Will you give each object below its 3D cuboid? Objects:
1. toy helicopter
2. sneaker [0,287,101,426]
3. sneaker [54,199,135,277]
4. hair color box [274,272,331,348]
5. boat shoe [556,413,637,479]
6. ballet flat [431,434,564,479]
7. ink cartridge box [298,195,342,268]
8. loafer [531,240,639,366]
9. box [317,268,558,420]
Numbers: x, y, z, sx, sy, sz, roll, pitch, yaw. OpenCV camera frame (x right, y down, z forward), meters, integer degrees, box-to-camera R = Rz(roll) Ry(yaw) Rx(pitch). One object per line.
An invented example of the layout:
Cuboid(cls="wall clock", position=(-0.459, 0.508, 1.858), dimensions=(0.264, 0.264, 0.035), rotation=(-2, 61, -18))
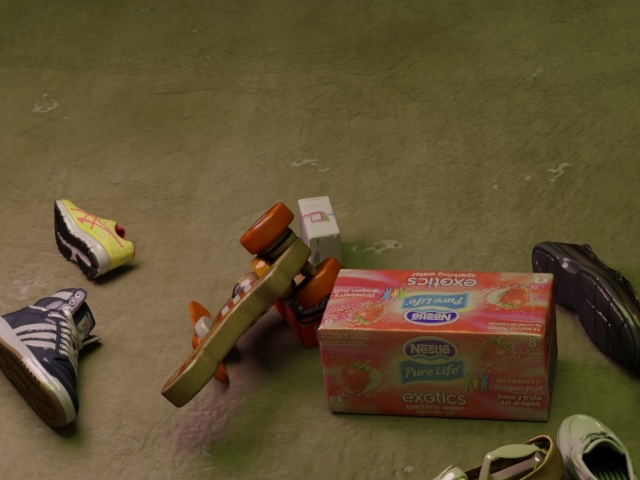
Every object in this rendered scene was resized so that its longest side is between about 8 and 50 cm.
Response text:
Cuboid(cls="toy helicopter", position=(-0.131, 0.118, 2.133), dimensions=(0.235, 0.140, 0.355), rotation=(-38, 9, 39))
Cuboid(cls="sneaker", position=(-0.366, 0.156, 2.186), dimensions=(0.153, 0.099, 0.282), rotation=(-24, 31, -22))
Cuboid(cls="sneaker", position=(-0.368, -0.007, 2.494), dimensions=(0.094, 0.081, 0.208), rotation=(-16, 37, -27))
Cuboid(cls="hair color box", position=(-0.018, 0.098, 2.262), dimensions=(0.072, 0.043, 0.141), rotation=(-19, 32, -15))
Cuboid(cls="boat shoe", position=(0.346, 0.267, 1.865), dimensions=(0.083, 0.076, 0.226), rotation=(-11, 31, -7))
Cuboid(cls="ballet flat", position=(0.187, 0.292, 1.860), dimensions=(0.232, 0.073, 0.080), rotation=(-19, 32, -18))
Cuboid(cls="ink cartridge box", position=(0.000, 0.000, 2.378), dimensions=(0.052, 0.088, 0.122), rotation=(-7, 31, -4))
Cuboid(cls="loafer", position=(0.401, 0.073, 2.158), dimensions=(0.095, 0.109, 0.302), rotation=(-12, 28, -16))
Cuboid(cls="box", position=(0.160, 0.138, 2.058), dimensions=(0.300, 0.142, 0.154), rotation=(1, 32, 14))
